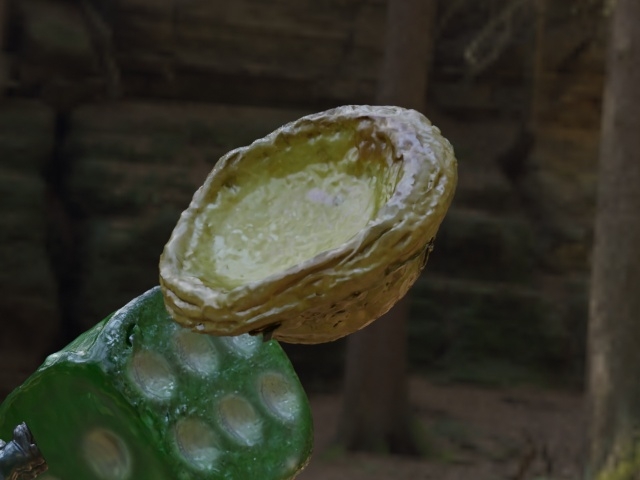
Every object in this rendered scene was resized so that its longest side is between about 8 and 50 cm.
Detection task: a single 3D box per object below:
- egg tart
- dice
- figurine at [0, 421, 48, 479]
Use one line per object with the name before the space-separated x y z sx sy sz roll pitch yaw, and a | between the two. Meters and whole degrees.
egg tart | 0.000 0.000 1.574 0.294 0.294 0.123 1 -44 41
dice | -0.205 0.241 2.173 0.300 0.287 0.297 -42 -12 36
figurine | -0.269 0.196 1.323 0.136 0.079 0.077 -19 -20 -8
